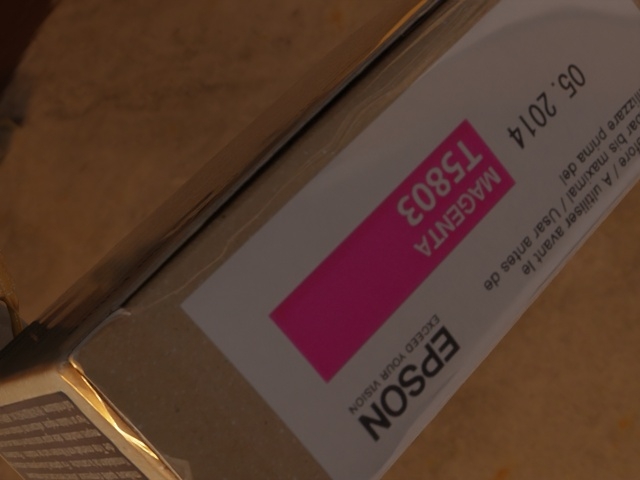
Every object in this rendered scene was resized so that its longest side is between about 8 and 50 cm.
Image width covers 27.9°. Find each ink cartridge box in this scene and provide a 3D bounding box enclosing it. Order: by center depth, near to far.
[{"bbox_3d":[0.000,0.000,0.443,0.234,0.088,0.193,-44,-170,-23],"label":"ink cartridge box"}]

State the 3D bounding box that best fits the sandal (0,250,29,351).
[{"bbox_3d":[-0.177,0.009,0.588,0.180,0.072,0.049,43,-72,6],"label":"sandal"}]
